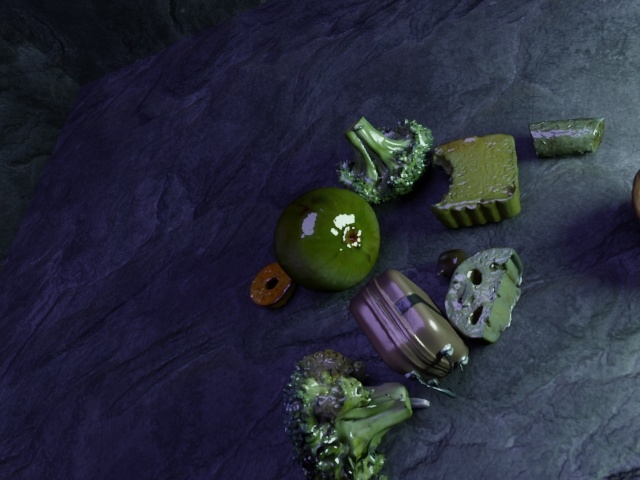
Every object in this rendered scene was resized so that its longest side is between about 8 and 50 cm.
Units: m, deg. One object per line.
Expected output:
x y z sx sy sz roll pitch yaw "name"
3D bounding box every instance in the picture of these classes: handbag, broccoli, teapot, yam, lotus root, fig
0.221 0.222 1.119 0.149 0.302 0.283 -38 55 10 "handbag"
0.067 0.404 1.140 0.281 0.348 0.293 -17 97 11 "broccoli"
0.338 0.057 1.301 0.068 0.076 0.121 -4 32 39 "teapot"
0.638 -0.270 1.312 0.183 0.107 0.107 0 61 29 "yam"
0.181 -0.238 1.489 0.260 0.235 0.288 39 74 7 "broccoli"
0.386 0.131 1.192 0.138 0.119 0.235 20 74 38 "lotus root"
0.000 0.000 1.409 0.316 0.316 0.316 -15 54 22 "fig"

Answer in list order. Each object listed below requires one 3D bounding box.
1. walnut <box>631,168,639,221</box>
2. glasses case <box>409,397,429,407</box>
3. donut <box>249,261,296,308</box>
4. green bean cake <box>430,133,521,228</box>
0.768 -0.071 1.019 0.257 0.224 0.257 -2 60 3 "walnut"
0.216 0.384 1.187 0.083 0.032 0.021 -8 54 28 "glasses case"
-0.141 0.141 1.539 0.152 0.058 0.152 -15 54 21 "donut"
0.415 -0.156 1.354 0.233 0.124 0.236 -7 58 26 "green bean cake"
